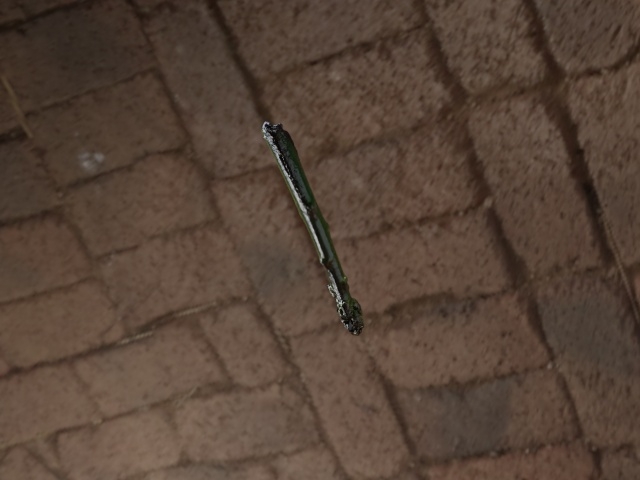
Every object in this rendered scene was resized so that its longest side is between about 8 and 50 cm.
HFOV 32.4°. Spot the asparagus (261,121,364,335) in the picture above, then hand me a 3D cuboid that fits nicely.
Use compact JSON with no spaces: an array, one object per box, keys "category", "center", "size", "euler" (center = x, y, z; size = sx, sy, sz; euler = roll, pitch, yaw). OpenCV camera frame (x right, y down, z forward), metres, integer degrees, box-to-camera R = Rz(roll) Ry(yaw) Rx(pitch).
[{"category":"asparagus","center":[0.000,0.000,0.536],"size":[0.016,0.013,0.166],"euler":[46,166,41]}]
